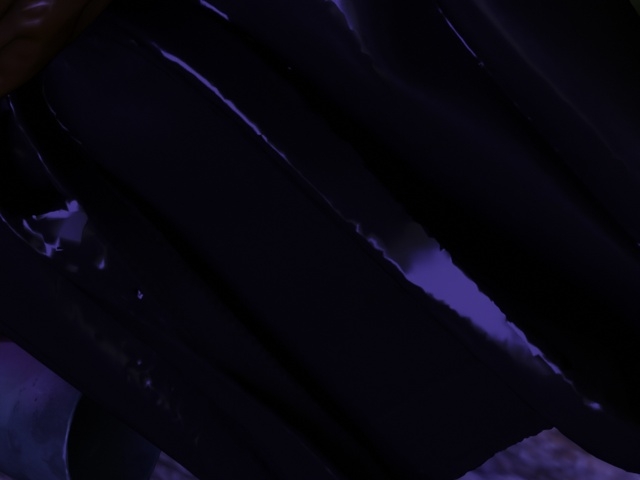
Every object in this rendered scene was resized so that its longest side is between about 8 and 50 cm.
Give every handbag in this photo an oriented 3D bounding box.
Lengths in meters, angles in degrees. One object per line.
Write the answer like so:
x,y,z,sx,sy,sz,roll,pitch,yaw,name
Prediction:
0.000,0.000,0.590,0.257,0.113,0.285,47,132,-13,handbag

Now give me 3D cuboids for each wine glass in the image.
-0.149,0.067,0.746,0.155,0.073,0.073,10,124,26,wine glass

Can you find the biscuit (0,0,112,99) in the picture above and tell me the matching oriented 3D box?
-0.141,-0.161,0.469,0.296,0.075,0.296,-5,80,31,biscuit
